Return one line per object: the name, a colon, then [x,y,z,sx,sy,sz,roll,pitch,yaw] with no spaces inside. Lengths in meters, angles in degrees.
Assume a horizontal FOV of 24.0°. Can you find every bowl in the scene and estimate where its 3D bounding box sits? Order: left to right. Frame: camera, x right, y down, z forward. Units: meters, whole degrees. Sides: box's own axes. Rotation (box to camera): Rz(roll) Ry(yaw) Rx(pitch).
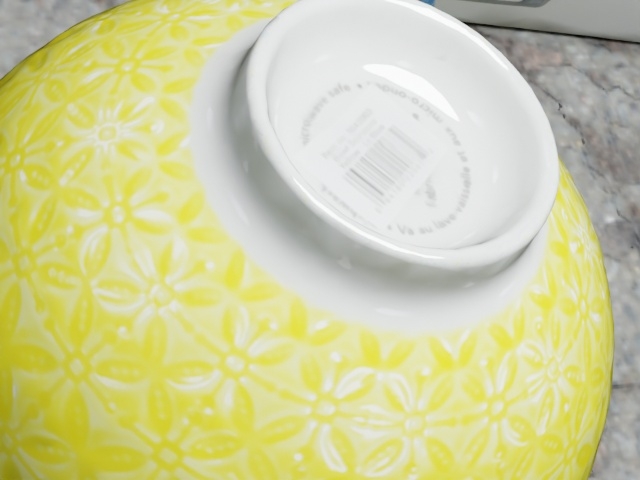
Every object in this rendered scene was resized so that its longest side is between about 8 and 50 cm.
bowl: [0.000,0.000,0.557,0.290,0.156,0.289,13,53,-17]

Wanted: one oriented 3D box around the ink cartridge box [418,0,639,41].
ink cartridge box: [0.052,-0.233,0.732,0.306,0.131,0.226,1,68,-21]
